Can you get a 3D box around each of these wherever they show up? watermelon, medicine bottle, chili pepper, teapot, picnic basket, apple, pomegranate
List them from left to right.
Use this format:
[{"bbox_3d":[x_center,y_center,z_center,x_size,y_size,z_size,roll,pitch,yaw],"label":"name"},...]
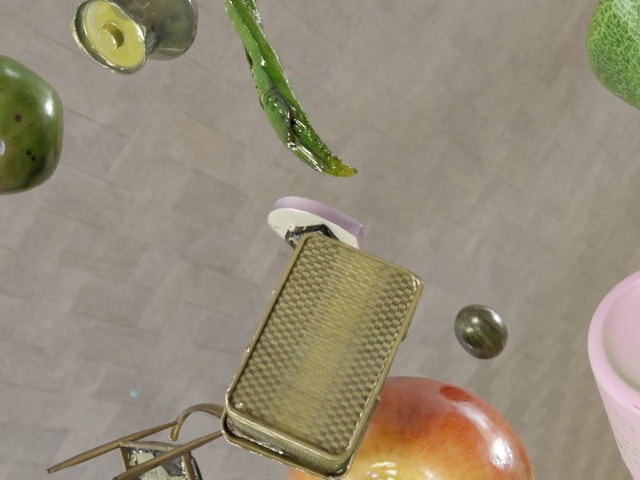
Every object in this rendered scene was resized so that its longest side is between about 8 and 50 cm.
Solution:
[{"bbox_3d":[-0.425,-0.158,1.198,0.187,0.225,0.187,-4,111,-9],"label":"pomegranate"},{"bbox_3d":[-0.222,-0.254,1.040,0.119,0.165,0.130,-54,133,-41],"label":"teapot"},{"bbox_3d":[-0.058,-0.223,1.316,0.076,0.359,0.085,-32,156,11],"label":"chili pepper"},{"bbox_3d":[0.002,0.140,1.091,0.139,0.165,0.267,94,20,-68],"label":"picnic basket"},{"bbox_3d":[0.120,0.372,1.295,0.364,0.364,0.364,-28,137,-30],"label":"apple"},{"bbox_3d":[0.250,0.143,1.416,0.078,0.078,0.111,-46,136,-8],"label":"watermelon"},{"bbox_3d":[0.383,0.169,0.924,0.178,0.178,0.291,-44,136,-12],"label":"medicine bottle"}]

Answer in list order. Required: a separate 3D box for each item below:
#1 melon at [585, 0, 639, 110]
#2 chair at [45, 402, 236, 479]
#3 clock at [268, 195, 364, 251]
[{"bbox_3d":[0.576,-0.334,1.449,0.226,0.331,0.343,-59,146,4],"label":"melon"},{"bbox_3d":[-0.244,0.376,1.404,0.272,0.188,0.166,-23,104,-50],"label":"chair"},{"bbox_3d":[0.000,0.000,1.682,0.198,0.172,0.064,47,55,-36],"label":"clock"}]
